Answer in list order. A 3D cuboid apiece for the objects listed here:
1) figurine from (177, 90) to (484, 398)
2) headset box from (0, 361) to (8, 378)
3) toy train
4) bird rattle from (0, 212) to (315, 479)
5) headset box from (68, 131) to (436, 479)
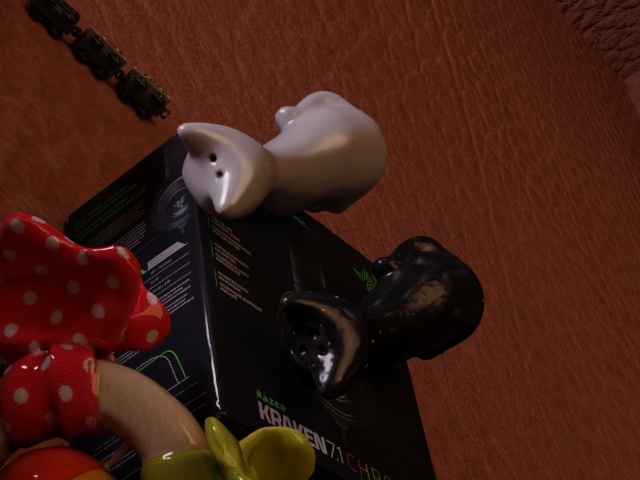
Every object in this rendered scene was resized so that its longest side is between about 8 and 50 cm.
[{"bbox_3d":[0.000,0.000,0.930,0.215,0.092,0.209,58,26,9],"label":"figurine"},{"bbox_3d":[-0.206,0.096,0.799,0.062,0.032,0.083,47,25,-18],"label":"headset box"},{"bbox_3d":[-0.190,-0.162,1.182,0.158,0.027,0.036,43,15,-26],"label":"toy train"},{"bbox_3d":[-0.125,0.121,0.716,0.253,0.207,0.143,41,-10,8],"label":"bird rattle"},{"bbox_3d":[-0.049,0.090,0.984,0.246,0.131,0.283,37,29,-38],"label":"headset box"}]
